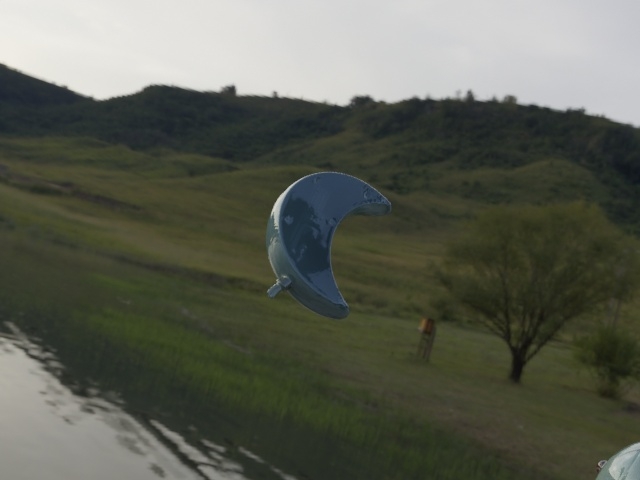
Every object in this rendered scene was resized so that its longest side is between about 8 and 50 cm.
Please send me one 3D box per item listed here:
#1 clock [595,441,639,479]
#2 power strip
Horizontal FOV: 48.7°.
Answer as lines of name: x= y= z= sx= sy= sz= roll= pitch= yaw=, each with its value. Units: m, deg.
clock: x=0.369 y=0.305 z=0.755 sx=0.146 sy=0.200 sz=0.243 roll=40 pitch=11 yaw=14
power strip: x=0.000 y=0.000 z=1.019 sx=0.167 sy=0.253 sz=0.054 roll=34 pitch=-36 yaw=-9
